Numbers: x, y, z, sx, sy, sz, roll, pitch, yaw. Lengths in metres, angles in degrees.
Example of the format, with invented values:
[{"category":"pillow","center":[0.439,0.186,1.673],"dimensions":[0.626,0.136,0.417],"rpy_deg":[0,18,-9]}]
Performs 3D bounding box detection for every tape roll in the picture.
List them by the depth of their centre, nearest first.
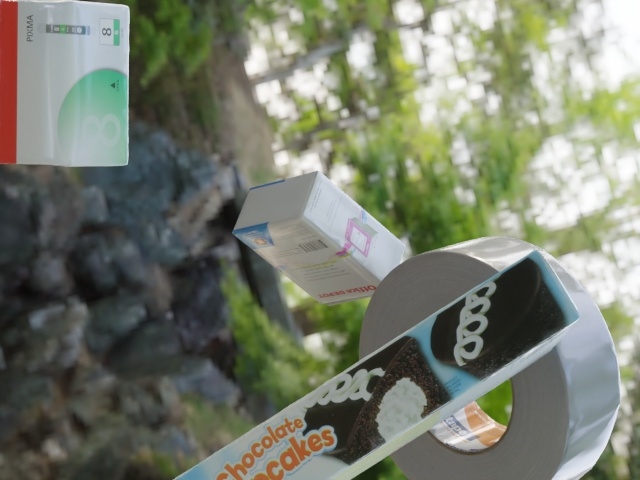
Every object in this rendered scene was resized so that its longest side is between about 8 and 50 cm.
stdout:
[{"category":"tape roll","center":[0.134,0.109,1.328],"dimensions":[0.219,0.072,0.219],"rpy_deg":[15,-68,43]}]

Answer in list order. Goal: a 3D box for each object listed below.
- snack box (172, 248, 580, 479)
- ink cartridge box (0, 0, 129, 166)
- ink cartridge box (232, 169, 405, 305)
[{"category":"snack box","center":[0.021,0.127,1.121],"dimensions":[0.060,0.322,0.187],"rpy_deg":[57,-4,10]},{"category":"ink cartridge box","center":[-0.305,-0.170,1.761],"dimensions":[0.056,0.224,0.181],"rpy_deg":[5,-84,40]},{"category":"ink cartridge box","center":[0.000,0.000,1.411],"dimensions":[0.122,0.088,0.052],"rpy_deg":[41,55,-33]}]
